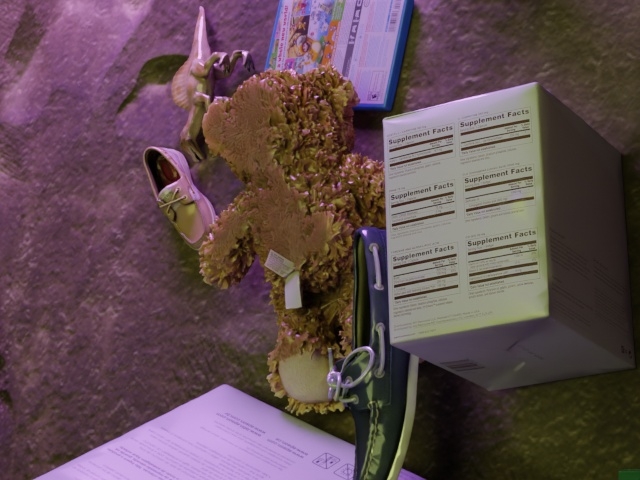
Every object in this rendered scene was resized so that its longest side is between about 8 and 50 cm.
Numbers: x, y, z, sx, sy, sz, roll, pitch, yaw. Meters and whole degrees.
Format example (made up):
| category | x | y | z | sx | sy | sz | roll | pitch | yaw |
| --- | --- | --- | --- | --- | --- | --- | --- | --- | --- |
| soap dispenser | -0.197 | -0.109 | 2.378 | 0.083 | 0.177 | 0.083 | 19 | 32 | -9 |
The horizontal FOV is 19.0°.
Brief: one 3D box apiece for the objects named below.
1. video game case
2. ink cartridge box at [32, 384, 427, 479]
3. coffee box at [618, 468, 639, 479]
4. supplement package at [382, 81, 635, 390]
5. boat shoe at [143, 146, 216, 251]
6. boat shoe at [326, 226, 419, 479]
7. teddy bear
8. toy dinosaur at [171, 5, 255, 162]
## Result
| category | x | y | z | sx | sy | sz | roll | pitch | yaw |
| --- | --- | --- | --- | --- | --- | --- | --- | --- | --- |
| video game case | 0.014 | -0.190 | 1.935 | 0.166 | 0.015 | 0.119 | 5 | 79 | 39 |
| ink cartridge box | -0.092 | 0.263 | 1.686 | 0.324 | 0.330 | 0.071 | 22 | 126 | 40 |
| coffee box | 0.295 | 0.277 | 1.545 | 0.113 | 0.040 | 0.184 | -8 | 71 | 35 |
| supplement package | 0.162 | 0.003 | 1.632 | 0.149 | 0.194 | 0.203 | -11 | 68 | 28 |
| boat shoe | -0.151 | -0.044 | 1.996 | 0.050 | 0.045 | 0.135 | -45 | 53 | 18 |
| boat shoe | 0.047 | 0.110 | 1.670 | 0.095 | 0.079 | 0.254 | 140 | 142 | -72 |
| teddy bear | 0.000 | 0.000 | 1.840 | 0.245 | 0.113 | 0.338 | -46 | 60 | 25 |
| toy dinosaur | -0.121 | -0.178 | 2.012 | 0.093 | 0.053 | 0.183 | -10 | 70 | 37 |
